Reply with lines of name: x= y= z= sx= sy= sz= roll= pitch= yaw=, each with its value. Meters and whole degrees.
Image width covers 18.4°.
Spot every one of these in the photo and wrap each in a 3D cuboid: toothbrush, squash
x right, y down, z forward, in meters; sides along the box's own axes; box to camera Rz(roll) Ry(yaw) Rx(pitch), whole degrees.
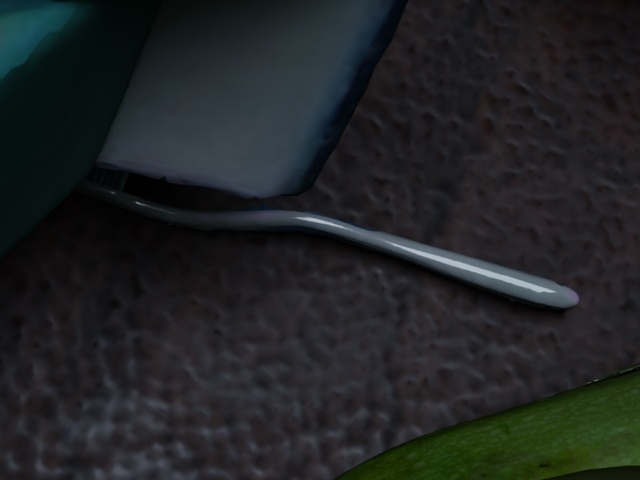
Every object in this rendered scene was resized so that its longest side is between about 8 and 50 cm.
toothbrush: x=0.000 y=0.000 z=0.593 sx=0.162 sy=0.014 sz=0.017 roll=17 pitch=86 yaw=-6
squash: x=0.101 y=0.068 z=0.558 sx=0.239 sy=0.069 sz=0.069 roll=-16 pitch=73 yaw=-17

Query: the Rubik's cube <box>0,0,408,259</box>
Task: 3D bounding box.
Rubik's cube: x=-0.128 y=-0.172 z=0.414 sx=0.368 sy=0.387 sz=0.358 roll=11 pitch=40 yaw=-19

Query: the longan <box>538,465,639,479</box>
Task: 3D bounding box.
longan: x=0.056 y=0.184 z=0.411 sx=0.300 sy=0.243 sz=0.300 roll=17 pitch=51 yaw=-22
